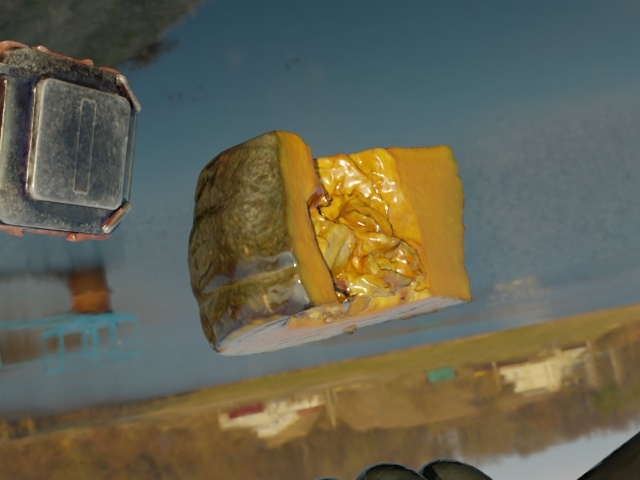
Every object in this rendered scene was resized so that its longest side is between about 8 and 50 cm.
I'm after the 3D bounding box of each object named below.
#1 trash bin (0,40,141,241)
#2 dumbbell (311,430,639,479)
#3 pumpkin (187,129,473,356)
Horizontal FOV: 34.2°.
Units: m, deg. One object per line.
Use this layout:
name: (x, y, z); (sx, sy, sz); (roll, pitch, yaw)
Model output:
trash bin: (-0.303, -0.087, 0.931); (0.238, 0.161, 0.184); (4, 178, 34)
dumbbell: (0.154, 0.098, 0.452); (0.406, 0.179, 0.179); (-32, 177, -14)
pumpkin: (0.001, 0.001, 0.702); (0.126, 0.131, 0.248); (-26, 163, 32)
